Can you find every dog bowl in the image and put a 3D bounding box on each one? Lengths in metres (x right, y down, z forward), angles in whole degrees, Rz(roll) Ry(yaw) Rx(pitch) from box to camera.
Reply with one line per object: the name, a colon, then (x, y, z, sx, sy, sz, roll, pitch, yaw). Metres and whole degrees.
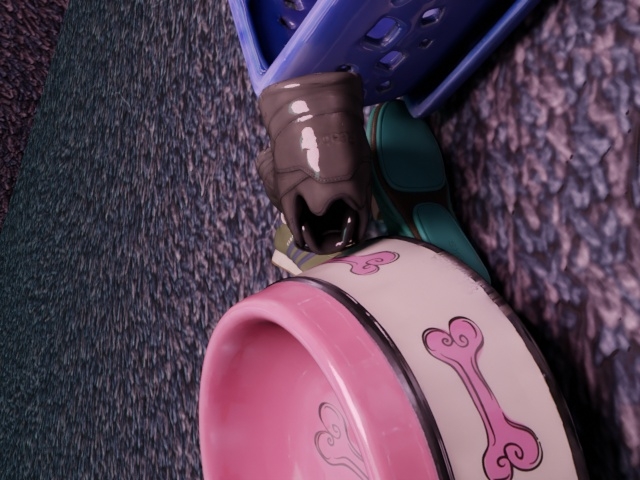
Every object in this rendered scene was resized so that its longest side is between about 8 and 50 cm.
dog bowl: (0.025, 0.205, 0.647, 0.408, 0.150, 0.408, 20, 113, 57)

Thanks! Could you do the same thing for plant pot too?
plant pot: (0.062, -0.260, 0.678, 0.236, 0.212, 0.236, -48, 46, 42)

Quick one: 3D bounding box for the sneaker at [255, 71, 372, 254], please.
sneaker: (-0.003, -0.042, 0.691, 0.286, 0.109, 0.130, 77, -178, -76)

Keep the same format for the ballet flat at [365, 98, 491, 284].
ballet flat: (0.086, -0.024, 0.726, 0.087, 0.083, 0.247, -57, 41, 47)

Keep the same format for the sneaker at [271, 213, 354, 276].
sneaker: (0.000, 0.000, 0.858, 0.192, 0.064, 0.086, 20, 106, 58)
